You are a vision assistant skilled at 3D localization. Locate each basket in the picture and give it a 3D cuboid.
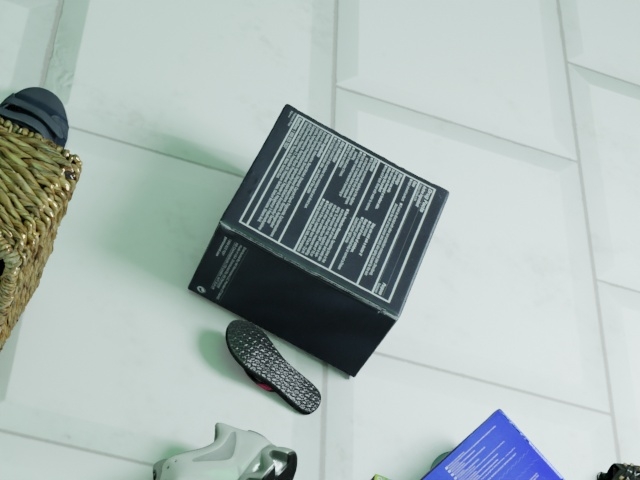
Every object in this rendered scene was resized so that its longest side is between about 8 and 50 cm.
[{"bbox_3d":[-0.466,0.007,1.796,0.213,0.299,0.223,26,45,-5],"label":"basket"}]

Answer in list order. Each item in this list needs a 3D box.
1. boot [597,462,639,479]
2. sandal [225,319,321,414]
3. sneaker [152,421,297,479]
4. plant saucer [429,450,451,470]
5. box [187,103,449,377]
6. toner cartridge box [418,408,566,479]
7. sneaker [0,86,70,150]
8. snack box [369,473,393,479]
[{"bbox_3d":[0.507,0.360,2.085,0.137,0.198,0.077,23,58,-2],"label":"boot"},{"bbox_3d":[-0.076,0.190,2.034,0.179,0.040,0.067,45,50,-7],"label":"sandal"},{"bbox_3d":[-0.180,0.358,1.792,0.146,0.122,0.330,27,43,21],"label":"sneaker"},{"bbox_3d":[0.218,0.356,2.051,0.119,0.021,0.119,14,47,-16],"label":"plant saucer"},{"bbox_3d":[0.000,0.000,2.128,0.294,0.183,0.296,28,47,-2],"label":"box"},{"bbox_3d":[0.196,0.386,1.923,0.165,0.075,0.348,47,44,11],"label":"toner cartridge box"},{"bbox_3d":[-0.444,-0.141,2.061,0.126,0.127,0.321,22,44,-7],"label":"sneaker"},{"bbox_3d":[0.127,0.398,1.955,0.141,0.037,0.100,22,45,-11],"label":"snack box"}]
